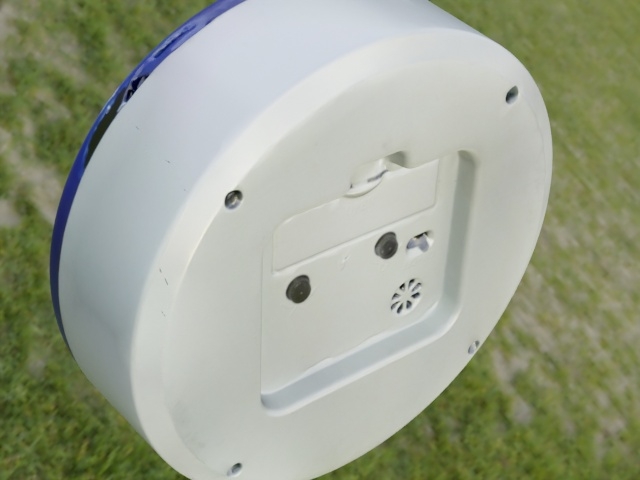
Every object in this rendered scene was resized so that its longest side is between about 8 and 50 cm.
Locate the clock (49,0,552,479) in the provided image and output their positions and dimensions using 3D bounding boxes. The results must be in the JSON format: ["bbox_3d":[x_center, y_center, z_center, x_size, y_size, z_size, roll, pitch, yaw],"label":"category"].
[{"bbox_3d":[0.000,0.000,0.531,0.230,0.230,0.083,4,24,-45],"label":"clock"}]
